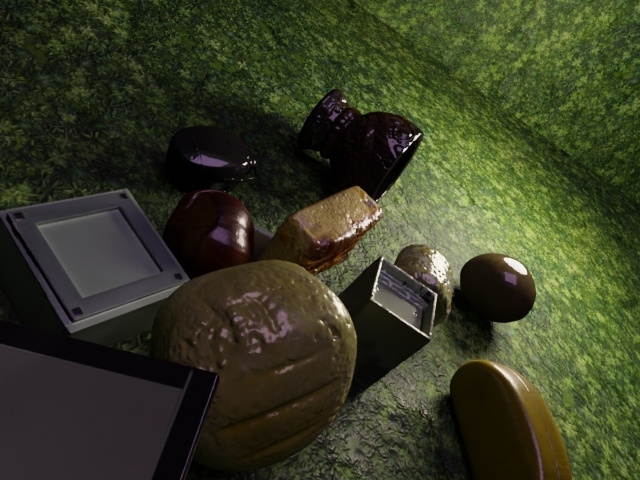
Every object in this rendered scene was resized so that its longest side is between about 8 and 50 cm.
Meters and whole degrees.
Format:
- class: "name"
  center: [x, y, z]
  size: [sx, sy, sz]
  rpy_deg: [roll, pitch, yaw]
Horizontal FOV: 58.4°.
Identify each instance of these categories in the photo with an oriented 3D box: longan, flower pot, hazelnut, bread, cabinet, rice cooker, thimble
- class: "longan"
  center: [0.483, 0.127, 1.555]
  size: [0.212, 0.198, 0.198]
  rpy_deg: [42, 36, 2]
- class: "flower pot"
  center: [0.097, -0.257, 1.550]
  size: [0.267, 0.266, 0.266]
  rpy_deg: [37, 36, 10]
- class: "hazelnut"
  center: [-0.202, 0.000, 1.071]
  size: [0.178, 0.177, 0.204]
  rpy_deg: [11, 15, -35]
- class: "bread"
  center: [-0.096, 0.190, 0.871]
  size: [0.321, 0.320, 0.237]
  rpy_deg: [1, 38, -42]
- class: "cabinet"
  center: [0.108, 0.164, 1.156]
  size: [0.145, 0.206, 0.150]
  rpy_deg: [35, 37, -9]
- class: "bread"
  center: [0.000, 0.000, 1.218]
  size: [0.114, 0.184, 0.275]
  rpy_deg: [47, 35, 13]
- class: "rice cooker"
  center: [-0.239, -0.175, 1.254]
  size: [0.203, 0.118, 0.142]
  rpy_deg: [2, 51, -40]
- class: "thimble"
  center: [0.254, 0.113, 1.404]
  size: [0.190, 0.137, 0.143]
  rpy_deg: [48, 32, -17]

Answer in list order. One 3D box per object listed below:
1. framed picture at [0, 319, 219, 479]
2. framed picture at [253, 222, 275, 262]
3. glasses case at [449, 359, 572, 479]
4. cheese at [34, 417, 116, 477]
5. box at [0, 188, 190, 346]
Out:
- class: "framed picture"
  center: [-0.321, 0.237, 0.664]
  size: [0.347, 0.016, 0.264]
  rpy_deg: [11, 58, 6]
- class: "framed picture"
  center: [-0.120, 0.076, 1.197]
  size: [0.217, 0.017, 0.274]
  rpy_deg: [31, 38, -16]
- class: "glasses case"
  center: [0.404, 0.422, 1.195]
  size: [0.141, 0.173, 0.371]
  rpy_deg: [22, 41, -31]
- class: "cheese"
  center: [-0.286, 0.329, 0.691]
  size: [0.217, 0.129, 0.329]
  rpy_deg: [6, 57, 4]
- class: "box"
  center: [-0.367, 0.046, 0.918]
  size: [0.225, 0.117, 0.225]
  rpy_deg: [-20, 68, -50]
